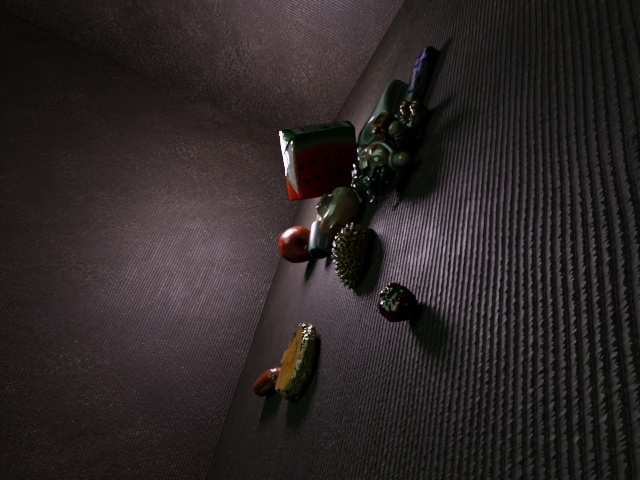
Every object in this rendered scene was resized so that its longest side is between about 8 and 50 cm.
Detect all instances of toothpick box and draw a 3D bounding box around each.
[{"bbox_3d":[0.000,0.000,2.216,0.120,0.120,0.184,126,159,-50],"label":"toothpick box"}]

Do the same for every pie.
[{"bbox_3d":[-0.100,0.500,1.807,0.339,0.083,0.340,-160,90,-78],"label":"pie"}]

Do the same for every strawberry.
[{"bbox_3d":[0.194,0.160,1.092,0.106,0.106,0.106,-158,90,-79],"label":"strawberry"}]

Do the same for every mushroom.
[{"bbox_3d":[0.075,-0.130,1.965,0.255,0.184,0.255,-51,10,12],"label":"mushroom"}]

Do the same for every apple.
[{"bbox_3d":[-0.131,0.026,2.527,0.201,0.218,0.218,-161,94,-80],"label":"apple"}]

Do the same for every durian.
[{"bbox_3d":[0.102,0.055,1.619,0.183,0.137,0.250,-39,35,51],"label":"durian"}]

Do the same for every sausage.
[{"bbox_3d":[-0.258,0.696,2.143,0.330,0.102,0.102,128,161,-52],"label":"sausage"}]

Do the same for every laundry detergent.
[{"bbox_3d":[0.256,-0.501,1.971,0.398,0.124,0.264,128,163,-57],"label":"laundry detergent"}]

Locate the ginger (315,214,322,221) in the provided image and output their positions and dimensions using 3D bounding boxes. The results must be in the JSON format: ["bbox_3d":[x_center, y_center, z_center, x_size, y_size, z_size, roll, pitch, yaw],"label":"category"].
[{"bbox_3d":[0.010,-0.102,2.478,0.213,0.074,0.138,-80,7,-61],"label":"ginger"}]

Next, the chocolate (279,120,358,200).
[{"bbox_3d":[0.015,-0.376,2.081,0.161,0.360,0.342,-141,41,-65],"label":"chocolate"}]

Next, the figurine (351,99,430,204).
[{"bbox_3d":[0.243,-0.322,1.556,0.382,0.186,0.261,-62,22,0],"label":"figurine"}]

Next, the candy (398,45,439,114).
[{"bbox_3d":[0.386,-0.618,1.743,0.313,0.061,0.088,-70,13,-9],"label":"candy"}]
